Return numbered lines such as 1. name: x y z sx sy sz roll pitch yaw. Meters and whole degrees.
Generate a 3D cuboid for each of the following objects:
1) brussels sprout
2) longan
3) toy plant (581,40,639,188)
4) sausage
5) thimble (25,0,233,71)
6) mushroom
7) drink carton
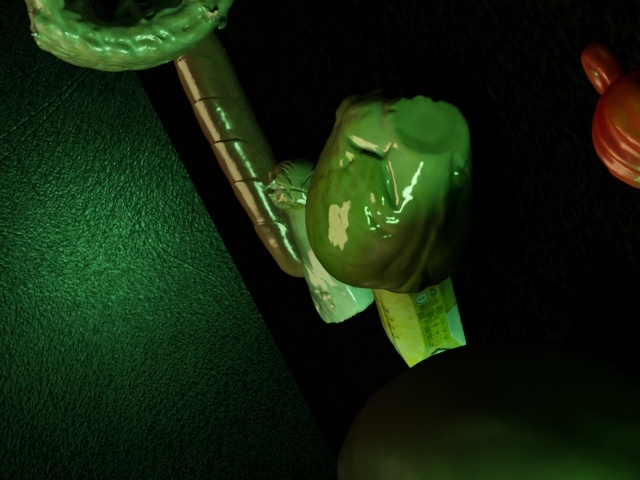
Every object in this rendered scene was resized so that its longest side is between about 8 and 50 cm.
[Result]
1. brussels sprout: 0.056 -0.031 0.862 0.183 0.131 0.146 114 172 -83
2. longan: 0.145 0.193 0.732 0.300 0.243 0.300 25 178 1
3. toy plant: 0.188 0.024 0.457 0.155 0.088 0.240 50 -173 -40
4. sausage: -0.109 -0.132 1.598 0.433 0.087 0.088 64 170 -11
5. thimble: -0.202 -0.285 1.200 0.148 0.229 0.196 -170 71 -76
6. mushroom: -0.001 -0.003 1.408 0.092 0.081 0.223 -94 -16 -66
7. drink carton: 0.098 0.072 1.111 0.084 0.074 0.200 52 165 47
